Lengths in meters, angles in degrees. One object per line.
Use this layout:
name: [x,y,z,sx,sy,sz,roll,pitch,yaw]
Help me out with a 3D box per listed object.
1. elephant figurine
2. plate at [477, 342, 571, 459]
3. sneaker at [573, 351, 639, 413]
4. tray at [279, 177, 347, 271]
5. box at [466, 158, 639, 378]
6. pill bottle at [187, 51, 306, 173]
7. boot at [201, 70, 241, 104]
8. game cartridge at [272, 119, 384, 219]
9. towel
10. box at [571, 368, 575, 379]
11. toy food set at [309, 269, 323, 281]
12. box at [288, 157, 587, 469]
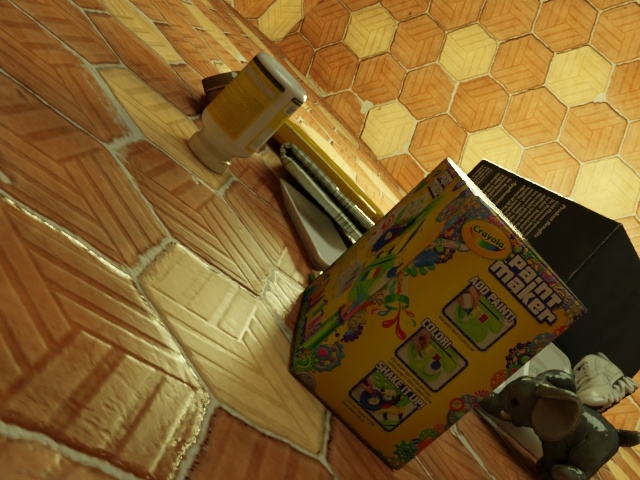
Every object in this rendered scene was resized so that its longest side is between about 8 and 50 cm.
elephant figurine: [0.397,0.301,1.374,0.239,0.186,0.169,58,-24,-4]
plate: [0.417,0.273,1.558,0.277,0.045,0.278,42,45,-23]
sneaker: [0.570,0.306,1.644,0.292,0.110,0.118,0,54,-58]
tray: [0.000,0.000,1.366,0.145,0.030,0.270,40,13,-34]
box: [0.567,0.105,2.007,0.480,0.297,0.471,47,-4,-39]
pill bottle: [-0.117,-0.193,1.210,0.103,0.184,0.103,44,12,-12]
boot: [-0.167,-0.259,1.553,0.305,0.112,0.115,-62,138,-82]
game cartridge: [0.016,-0.160,1.846,0.324,0.052,0.285,47,8,6]
towel: [0.035,-0.055,1.553,0.324,0.056,0.312,45,-1,-2]
box: [0.460,0.286,1.761,0.311,0.148,0.121,45,11,-14]
toy food set: [0.015,0.078,1.182,0.083,0.020,0.082,45,12,-11]
box: [0.128,0.071,0.966,0.177,0.279,0.290,45,12,-8]
